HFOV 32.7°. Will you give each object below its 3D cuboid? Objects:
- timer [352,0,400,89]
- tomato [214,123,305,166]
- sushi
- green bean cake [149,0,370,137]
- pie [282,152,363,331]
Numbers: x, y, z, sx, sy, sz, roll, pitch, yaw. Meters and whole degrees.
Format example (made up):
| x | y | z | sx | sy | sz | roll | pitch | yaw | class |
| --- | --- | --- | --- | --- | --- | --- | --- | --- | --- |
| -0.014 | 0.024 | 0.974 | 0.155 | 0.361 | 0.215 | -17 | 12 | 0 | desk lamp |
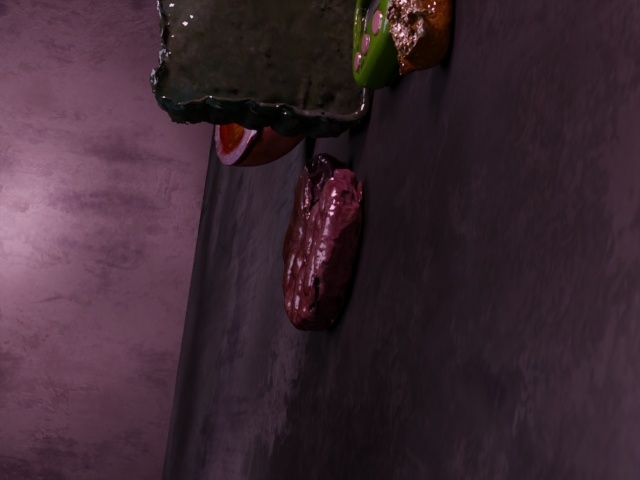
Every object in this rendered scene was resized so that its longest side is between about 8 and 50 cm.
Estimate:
| x | y | z | sx | sy | sz | roll | pitch | yaw | class |
| --- | --- | --- | --- | --- | --- | --- | --- | --- | --- |
| 0.068 | -0.228 | 1.104 | 0.140 | 0.047 | 0.128 | 121 | 154 | -63 | timer |
| -0.069 | -0.209 | 1.590 | 0.199 | 0.112 | 0.228 | 38 | 110 | 61 | tomato |
| 0.084 | -0.195 | 0.951 | 0.061 | 0.060 | 0.118 | 123 | 153 | -54 | sushi |
| -0.062 | -0.246 | 1.256 | 0.132 | 0.255 | 0.241 | 173 | 102 | -82 | green bean cake |
| 0.000 | 0.000 | 1.251 | 0.218 | 0.054 | 0.204 | -104 | 26 | -60 | pie |
